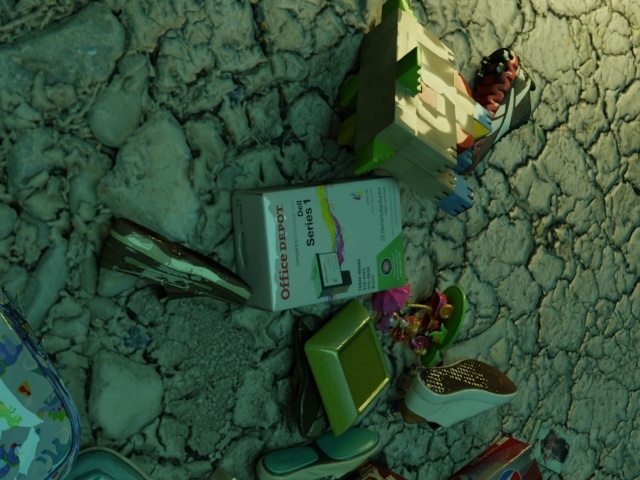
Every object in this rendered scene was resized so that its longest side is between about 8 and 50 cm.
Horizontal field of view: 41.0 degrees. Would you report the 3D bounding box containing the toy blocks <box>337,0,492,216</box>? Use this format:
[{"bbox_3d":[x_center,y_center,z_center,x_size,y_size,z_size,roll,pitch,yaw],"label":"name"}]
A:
[{"bbox_3d":[0.193,-0.222,1.516,0.260,0.190,0.382,30,47,-29],"label":"toy blocks"}]

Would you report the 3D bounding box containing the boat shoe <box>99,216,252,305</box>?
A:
[{"bbox_3d":[-0.235,0.057,1.377,0.257,0.095,0.095,29,93,-23],"label":"boat shoe"}]

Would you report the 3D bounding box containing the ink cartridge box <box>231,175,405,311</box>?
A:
[{"bbox_3d":[0.000,0.000,1.486,0.278,0.117,0.202,-9,99,-30],"label":"ink cartridge box"}]

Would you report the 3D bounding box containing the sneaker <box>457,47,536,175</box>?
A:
[{"bbox_3d":[0.342,-0.235,1.681,0.135,0.097,0.276,33,76,-26],"label":"sneaker"}]

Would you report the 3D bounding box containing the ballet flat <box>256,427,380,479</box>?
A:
[{"bbox_3d":[-0.006,0.402,1.549,0.248,0.086,0.086,-6,97,-29],"label":"ballet flat"}]

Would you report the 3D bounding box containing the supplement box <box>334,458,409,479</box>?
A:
[{"bbox_3d":[0.117,0.533,1.558,0.129,0.191,0.194,-31,108,-25],"label":"supplement box"}]

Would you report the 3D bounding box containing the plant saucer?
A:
[{"bbox_3d":[0.062,0.226,1.542,0.188,0.045,0.188,-37,114,-50],"label":"plant saucer"}]

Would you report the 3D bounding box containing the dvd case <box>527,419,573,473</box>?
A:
[{"bbox_3d":[0.503,0.455,1.886,0.119,0.013,0.087,32,78,-28],"label":"dvd case"}]

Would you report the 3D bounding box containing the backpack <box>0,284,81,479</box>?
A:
[{"bbox_3d":[-0.488,0.212,1.159,0.290,0.273,0.356,-41,125,-29],"label":"backpack"}]

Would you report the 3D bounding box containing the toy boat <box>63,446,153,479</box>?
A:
[{"bbox_3d":[-0.353,0.481,1.258,0.267,0.148,0.318,45,68,4],"label":"toy boat"}]

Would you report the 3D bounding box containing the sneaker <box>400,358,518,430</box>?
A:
[{"bbox_3d":[0.268,0.311,1.704,0.290,0.106,0.123,6,125,-38],"label":"sneaker"}]

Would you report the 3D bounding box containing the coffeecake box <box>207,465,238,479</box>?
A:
[{"bbox_3d":[-0.170,0.506,1.456,0.142,0.068,0.185,46,72,-27],"label":"coffeecake box"}]

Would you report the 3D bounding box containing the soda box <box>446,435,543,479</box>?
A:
[{"bbox_3d":[0.326,0.511,1.744,0.263,0.083,0.092,-28,107,-25],"label":"soda box"}]

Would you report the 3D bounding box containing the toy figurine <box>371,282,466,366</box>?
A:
[{"bbox_3d":[0.164,0.143,1.621,0.159,0.130,0.173,19,109,-17],"label":"toy figurine"}]

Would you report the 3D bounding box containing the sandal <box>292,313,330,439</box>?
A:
[{"bbox_3d":[-0.022,0.243,1.534,0.089,0.060,0.220,-2,81,-38],"label":"sandal"}]
